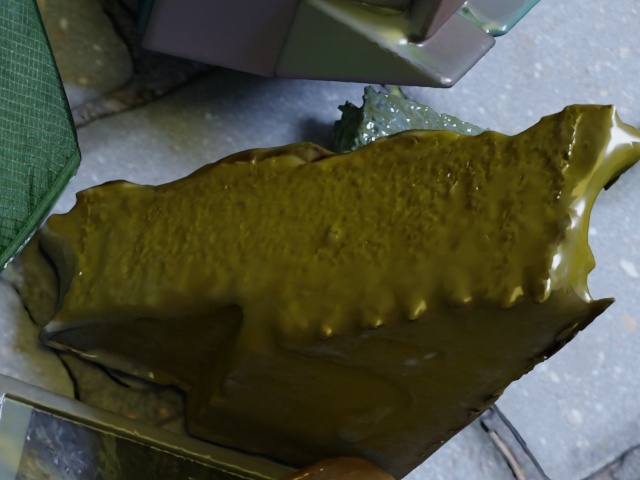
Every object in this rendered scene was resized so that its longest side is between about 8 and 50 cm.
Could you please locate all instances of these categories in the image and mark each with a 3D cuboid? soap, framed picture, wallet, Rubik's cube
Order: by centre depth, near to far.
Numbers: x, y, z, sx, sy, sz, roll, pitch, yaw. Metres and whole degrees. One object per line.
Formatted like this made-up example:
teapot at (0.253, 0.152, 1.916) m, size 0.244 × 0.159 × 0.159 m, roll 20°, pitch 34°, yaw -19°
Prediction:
soap at (0.000, 0.000, 1.305) m, size 0.304 × 0.339 × 0.169 m, roll 19°, pitch 53°, yaw -17°
framed picture at (-0.116, 0.218, 1.319) m, size 0.281 × 0.019 × 0.209 m, roll 19°, pitch 56°, yaw -16°
wallet at (-0.234, -0.095, 1.335) m, size 0.055 × 0.236 × 0.160 m, roll 15°, pitch 48°, yaw 26°
Rubik's cube at (0.026, -0.290, 1.479) m, size 0.368 × 0.358 × 0.387 m, roll 10°, pitch 44°, yaw -14°

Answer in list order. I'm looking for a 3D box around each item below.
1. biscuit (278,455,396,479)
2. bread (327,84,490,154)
biscuit at (-0.012, 0.301, 1.278) m, size 0.351 × 0.057 × 0.312 m, roll -10°, pitch 67°, yaw -32°
bread at (0.074, -0.044, 1.543) m, size 0.232 × 0.064 × 0.172 m, roll -22°, pitch 75°, yaw -36°
